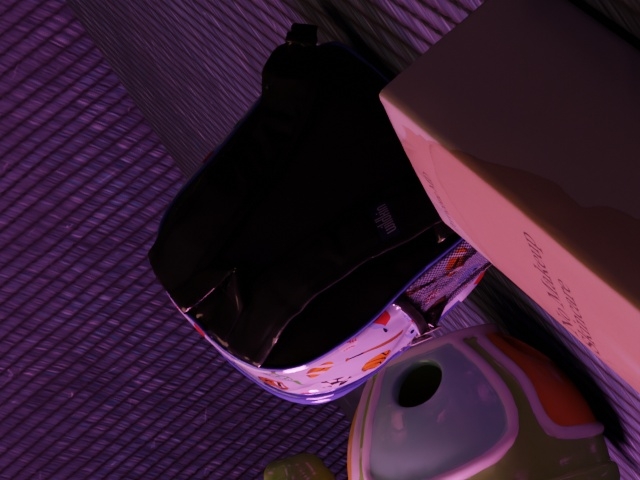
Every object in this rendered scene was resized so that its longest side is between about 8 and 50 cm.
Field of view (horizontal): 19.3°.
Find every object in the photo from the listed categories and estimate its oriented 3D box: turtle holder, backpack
[{"bbox_3d":[0.126,0.220,1.845,0.320,0.243,0.227,-31,76,46],"label":"turtle holder"},{"bbox_3d":[0.000,0.000,1.604,0.276,0.263,0.213,45,170,31],"label":"backpack"}]

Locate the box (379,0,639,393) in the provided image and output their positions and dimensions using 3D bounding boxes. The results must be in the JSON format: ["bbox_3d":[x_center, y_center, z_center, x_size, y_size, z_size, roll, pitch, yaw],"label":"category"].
[{"bbox_3d":[0.184,-0.006,1.059,0.311,0.121,0.148,43,170,42],"label":"box"}]
